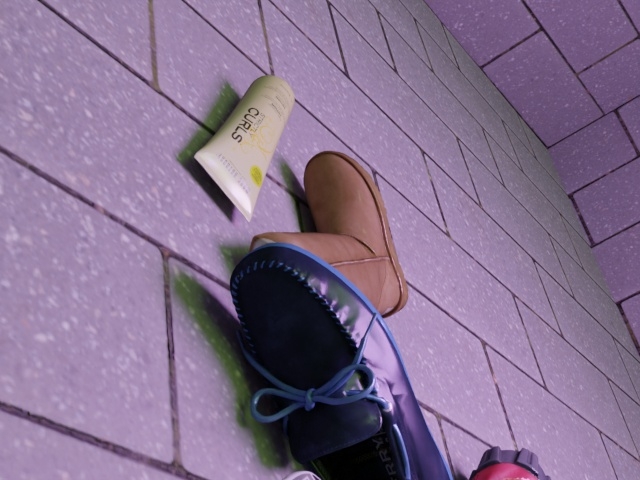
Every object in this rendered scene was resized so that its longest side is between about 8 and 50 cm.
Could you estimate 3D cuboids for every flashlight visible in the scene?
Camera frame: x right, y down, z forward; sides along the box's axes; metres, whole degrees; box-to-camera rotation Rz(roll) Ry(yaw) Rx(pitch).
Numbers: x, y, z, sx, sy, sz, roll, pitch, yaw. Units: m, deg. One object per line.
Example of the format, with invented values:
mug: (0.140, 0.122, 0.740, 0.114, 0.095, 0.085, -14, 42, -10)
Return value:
flashlight: (0.194, 0.336, 0.995, 0.103, 0.103, 0.304, 61, 21, -6)

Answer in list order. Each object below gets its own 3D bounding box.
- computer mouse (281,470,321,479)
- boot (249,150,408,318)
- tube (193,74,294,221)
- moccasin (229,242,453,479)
computer mouse: (-0.045, 0.240, 0.696, 0.106, 0.042, 0.193, 58, 28, 9)
boot: (0.000, 0.000, 1.024, 0.236, 0.089, 0.269, 63, 24, 10)
tube: (-0.080, -0.116, 1.043, 0.070, 0.062, 0.240, 16, 34, 2)
moccasin: (0.029, 0.158, 0.828, 0.342, 0.137, 0.117, 55, 27, -9)
